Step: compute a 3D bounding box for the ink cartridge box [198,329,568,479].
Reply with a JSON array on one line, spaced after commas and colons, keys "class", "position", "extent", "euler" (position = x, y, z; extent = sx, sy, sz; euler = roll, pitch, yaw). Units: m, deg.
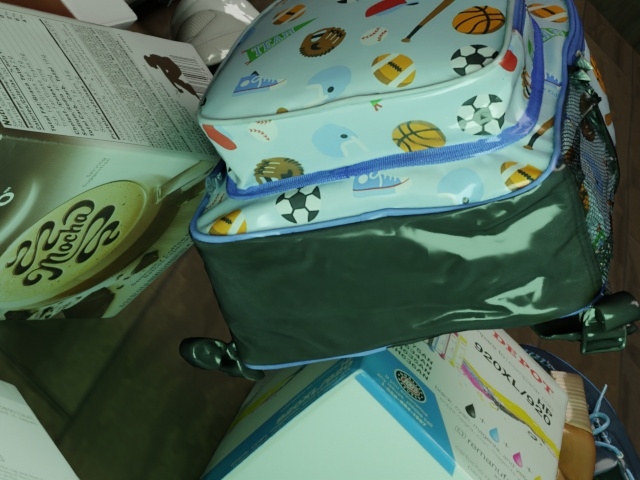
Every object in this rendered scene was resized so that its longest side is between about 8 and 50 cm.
[{"class": "ink cartridge box", "position": [0.046, 0.144, 1.294], "extent": [0.171, 0.168, 0.232], "euler": [45, 22, -7]}]

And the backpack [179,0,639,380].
[{"class": "backpack", "position": [0.055, -0.059, 1.167], "extent": [0.263, 0.276, 0.213], "euler": [-66, 147, -60]}]

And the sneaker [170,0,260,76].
[{"class": "sneaker", "position": [-0.030, -0.110, 1.722], "extent": [0.262, 0.099, 0.121], "euler": [31, 33, -21]}]

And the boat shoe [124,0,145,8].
[{"class": "boat shoe", "position": [-0.217, -0.308, 1.486], "extent": [0.158, 0.127, 0.340], "euler": [51, -20, 21]}]

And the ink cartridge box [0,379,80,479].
[{"class": "ink cartridge box", "position": [-0.222, 0.121, 0.965], "extent": [0.275, 0.060, 0.239], "euler": [27, 11, -43]}]

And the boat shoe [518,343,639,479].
[{"class": "boat shoe", "position": [0.236, 0.197, 1.668], "extent": [0.258, 0.109, 0.089], "euler": [50, 14, 9]}]

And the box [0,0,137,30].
[{"class": "box", "position": [-0.239, -0.173, 1.340], "extent": [0.170, 0.130, 0.091], "euler": [49, 20, 3]}]

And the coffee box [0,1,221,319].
[{"class": "coffee box", "position": [-0.185, -0.043, 1.170], "extent": [0.119, 0.168, 0.297], "euler": [56, 23, 18]}]

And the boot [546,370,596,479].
[{"class": "boot", "position": [0.141, 0.179, 1.568], "extent": [0.197, 0.073, 0.152], "euler": [5, 70, -20]}]

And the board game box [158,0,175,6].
[{"class": "board game box", "position": [-0.160, -0.274, 1.778], "extent": [0.126, 0.026, 0.186], "euler": [33, 22, 2]}]
